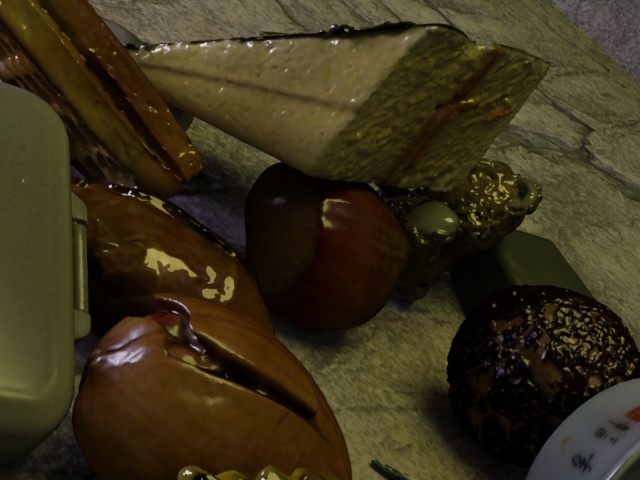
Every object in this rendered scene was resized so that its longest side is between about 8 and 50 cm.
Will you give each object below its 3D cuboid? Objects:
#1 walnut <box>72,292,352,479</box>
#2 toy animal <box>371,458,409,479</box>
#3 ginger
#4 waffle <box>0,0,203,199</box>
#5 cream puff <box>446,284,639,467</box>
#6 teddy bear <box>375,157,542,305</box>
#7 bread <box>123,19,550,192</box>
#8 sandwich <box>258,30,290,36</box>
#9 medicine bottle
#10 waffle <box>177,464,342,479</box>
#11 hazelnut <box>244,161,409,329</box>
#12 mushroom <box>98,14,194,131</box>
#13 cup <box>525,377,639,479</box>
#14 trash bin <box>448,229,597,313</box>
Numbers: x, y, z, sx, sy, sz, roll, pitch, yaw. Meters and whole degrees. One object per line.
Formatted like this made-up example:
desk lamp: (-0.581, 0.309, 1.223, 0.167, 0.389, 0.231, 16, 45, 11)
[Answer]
walnut: (-0.078, 0.191, 1.214, 0.336, 0.209, 0.209, 46, 23, -24)
toy animal: (0.094, 0.307, 1.367, 0.079, 0.070, 0.253, 47, 22, -17)
ginger: (-0.174, 0.038, 1.361, 0.321, 0.172, 0.165, 40, 66, 4)
waffle: (-0.277, -0.182, 1.446, 0.328, 0.098, 0.224, 51, -16, -19)
cream puff: (0.264, 0.170, 1.582, 0.239, 0.239, 0.165, 32, 37, -10)
teddy bear: (0.164, -0.034, 1.787, 0.256, 0.156, 0.267, -32, 26, -22)
bread: (0.004, -0.213, 1.585, 0.405, 0.242, 0.345, 33, 15, 19)
sandwich: (-0.014, -0.196, 1.951, 0.186, 0.108, 0.220, -7, 53, -52)
medicine bottle: (-0.344, 0.009, 1.181, 0.282, 0.123, 0.375, 14, 50, -30)
waffle: (-0.051, 0.321, 1.054, 0.281, 0.058, 0.301, 21, 65, -29)
hazelnut: (0.005, -0.005, 1.587, 0.210, 0.210, 0.186, 60, -5, 36)
mushroom: (-0.310, -0.245, 1.705, 0.328, 0.122, 0.159, 39, -8, 2)
cup: (0.350, 0.287, 1.455, 0.347, 0.347, 0.163, 16, 15, -34)
trash bin: (0.295, 0.099, 1.849, 0.164, 0.122, 0.240, 15, 33, -34)
